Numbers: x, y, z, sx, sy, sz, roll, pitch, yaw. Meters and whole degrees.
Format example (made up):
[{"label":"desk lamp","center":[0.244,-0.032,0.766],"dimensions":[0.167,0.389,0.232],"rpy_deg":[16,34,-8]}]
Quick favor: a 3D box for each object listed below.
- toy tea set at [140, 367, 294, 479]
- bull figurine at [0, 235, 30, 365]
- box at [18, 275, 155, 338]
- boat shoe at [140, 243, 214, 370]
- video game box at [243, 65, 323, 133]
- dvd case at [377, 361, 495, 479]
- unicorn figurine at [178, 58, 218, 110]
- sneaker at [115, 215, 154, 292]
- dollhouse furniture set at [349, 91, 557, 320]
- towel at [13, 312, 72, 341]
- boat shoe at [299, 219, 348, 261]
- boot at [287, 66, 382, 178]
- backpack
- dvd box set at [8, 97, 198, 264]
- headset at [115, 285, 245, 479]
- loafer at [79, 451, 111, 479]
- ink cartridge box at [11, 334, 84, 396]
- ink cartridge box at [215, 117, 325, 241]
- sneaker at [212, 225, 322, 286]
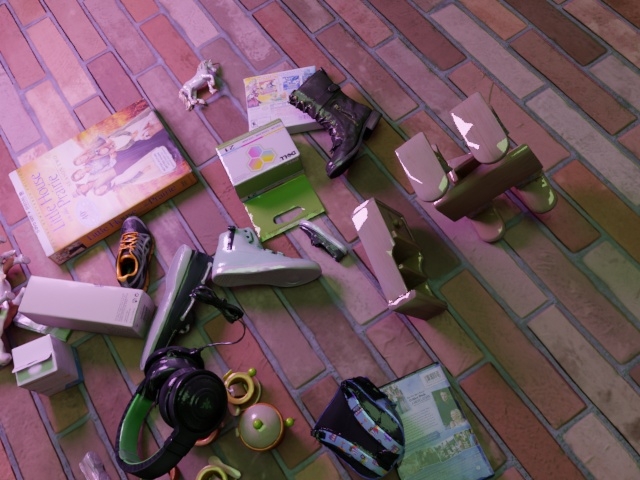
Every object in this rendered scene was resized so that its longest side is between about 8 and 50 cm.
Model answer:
[{"label":"toy tea set","center":[-0.220,0.422,1.246],"dimensions":[0.200,0.124,0.336],"rpy_deg":[39,75,21]},{"label":"bull figurine","center":[-0.779,0.142,1.443],"dimensions":[0.188,0.101,0.310],"rpy_deg":[-38,59,14]},{"label":"box","center":[-0.539,0.157,1.407],"dimensions":[0.274,0.113,0.094],"rpy_deg":[8,66,4]},{"label":"boat shoe","center":[-0.328,0.163,1.394],"dimensions":[0.091,0.114,0.303],"rpy_deg":[24,80,-24]},{"label":"video game box","center":[-0.099,-0.375,1.645],"dimensions":[0.205,0.048,0.187],"rpy_deg":[-9,67,3]},{"label":"dvd case","center":[0.221,0.402,1.256],"dimensions":[0.180,0.022,0.253],"rpy_deg":[-23,65,-3]},{"label":"unicorn figurine","center":[-0.334,-0.447,1.701],"dimensions":[0.161,0.060,0.111],"rpy_deg":[-34,66,-9]},{"label":"sneaker","center":[-0.462,0.030,1.484],"dimensions":[0.084,0.083,0.215],"rpy_deg":[-13,63,3]},{"label":"dollhouse furniture set","center":[0.296,-0.041,1.281],"dimensions":[0.394,0.362,0.257],"rpy_deg":[-34,61,22]},{"label":"towel","center":[-0.662,0.174,1.475],"dimensions":[0.151,0.023,0.113],"rpy_deg":[14,69,13]},{"label":"boat shoe","center":[0.000,0.000,1.458],"dimensions":[0.142,0.049,0.040],"rpy_deg":[34,74,18]},{"label":"boot","center":[0.012,-0.303,1.543],"dimensions":[0.229,0.091,0.263],"rpy_deg":[33,62,1]},{"label":"backpack","center":[0.094,0.378,1.212],"dimensions":[0.173,0.117,0.158],"rpy_deg":[35,102,24]},{"label":"dvd box set","center":[-0.578,-0.167,1.602],"dimensions":[0.420,0.062,0.308],"rpy_deg":[-32,65,-8]},{"label":"headset","center":[-0.301,0.289,1.244],"dimensions":[0.394,0.185,0.243],"rpy_deg":[-53,33,-8]},{"label":"loafer","center":[-0.477,0.513,1.288],"dimensions":[0.039,0.045,0.125],"rpy_deg":[-44,60,5]},{"label":"ink cartridge box","center":[-0.614,0.279,1.353],"dimensions":[0.092,0.143,0.090],"rpy_deg":[-23,64,-4]},{"label":"ink cartridge box","center":[-0.125,-0.155,1.518],"dimensions":[0.188,0.097,0.255],"rpy_deg":[-26,64,-5]},{"label":"sneaker","center":[-0.125,0.027,1.432],"dimensions":[0.255,0.094,0.151],"rpy_deg":[0,56,-4]}]
